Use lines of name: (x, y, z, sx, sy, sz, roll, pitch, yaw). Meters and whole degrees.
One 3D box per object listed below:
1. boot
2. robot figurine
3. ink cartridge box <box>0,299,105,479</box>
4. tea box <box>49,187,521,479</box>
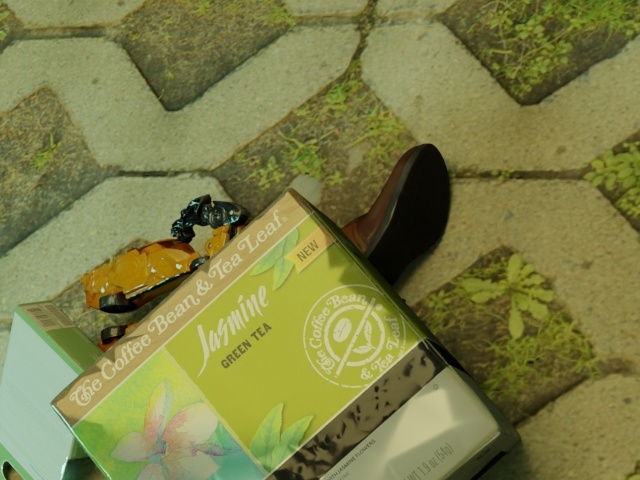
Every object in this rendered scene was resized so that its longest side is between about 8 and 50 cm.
boot: (0.000, 0.000, 2.025, 0.280, 0.096, 0.264, 6, 74, 42)
robot figurine: (-0.162, 0.070, 2.006, 0.291, 0.085, 0.211, -21, 66, 37)
ink cartridge box: (-0.325, 0.214, 2.067, 0.171, 0.056, 0.235, 37, 121, 41)
tea box: (-0.028, 0.183, 1.752, 0.329, 0.220, 0.323, -43, 75, 3)
